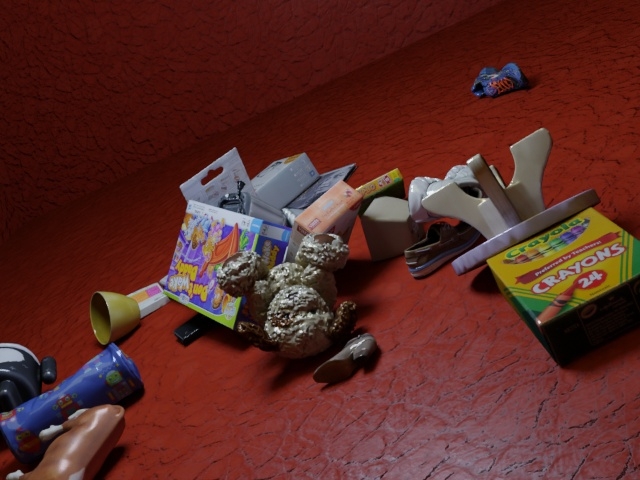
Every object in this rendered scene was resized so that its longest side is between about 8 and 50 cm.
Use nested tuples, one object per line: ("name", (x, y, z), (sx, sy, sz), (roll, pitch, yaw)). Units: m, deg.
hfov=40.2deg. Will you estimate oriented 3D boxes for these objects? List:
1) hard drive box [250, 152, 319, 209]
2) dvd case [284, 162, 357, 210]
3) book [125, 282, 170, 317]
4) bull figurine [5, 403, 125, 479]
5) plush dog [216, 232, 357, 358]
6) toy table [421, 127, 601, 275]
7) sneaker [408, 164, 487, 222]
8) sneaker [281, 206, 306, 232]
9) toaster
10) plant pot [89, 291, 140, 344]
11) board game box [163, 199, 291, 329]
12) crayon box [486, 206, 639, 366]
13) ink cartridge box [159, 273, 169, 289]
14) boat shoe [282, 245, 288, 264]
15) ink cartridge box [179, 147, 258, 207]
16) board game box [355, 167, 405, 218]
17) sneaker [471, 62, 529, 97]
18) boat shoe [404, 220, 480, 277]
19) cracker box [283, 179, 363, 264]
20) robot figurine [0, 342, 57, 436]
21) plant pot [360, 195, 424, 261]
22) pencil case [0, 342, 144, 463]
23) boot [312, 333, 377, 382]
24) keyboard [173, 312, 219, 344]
("hard drive box", (-0.144, -0.145, 2.542), (0.232, 0.089, 0.181), (-43, 18, -30))
("dvd case", (-0.003, -0.145, 2.489), (0.164, 0.018, 0.221), (-16, 23, 34))
("book", (-0.460, 0.158, 2.331), (0.096, 0.035, 0.144), (-29, 20, -12))
("bull figurine", (-0.477, 0.420, 1.593), (0.188, 0.101, 0.310), (-14, 24, 39))
("plush dog", (-0.052, 0.134, 1.662), (0.262, 0.211, 0.225), (-12, 38, -4))
("toy table", (0.328, -0.069, 1.544), (0.274, 0.161, 0.252), (-28, -9, 4))
("sneaker", (0.293, -0.092, 1.773), (0.118, 0.110, 0.292), (1, 13, 35))
("sneaker", (-0.005, -0.045, 2.168), (0.132, 0.086, 0.228), (-27, 29, -12))
("toaster", (-0.176, -0.019, 2.122), (0.129, 0.146, 0.227), (-3, 71, 46))
("plant pot", (-0.513, 0.189, 2.210), (0.095, 0.134, 0.134), (-8, 5, -36))
("board game box", (-0.214, 0.050, 1.934), (0.347, 0.078, 0.233), (15, 90, 55))
("crayon box", (0.390, 0.053, 1.368), (0.202, 0.081, 0.318), (-28, 19, 2))
("ink cartridge box", (-0.252, 0.049, 2.274), (0.311, 0.065, 0.185), (-40, 24, -21))
("boat shoe", (-0.112, 0.062, 2.030), (0.083, 0.076, 0.226), (-14, 24, 35))
("ink cartridge box", (-0.245, -0.088, 2.174), (0.189, 0.232, 0.066), (-40, 29, -27))
("board game box", (0.133, -0.101, 2.006), (0.124, 0.039, 0.259), (-27, -11, 3))
("sneaker", (0.508, -0.441, 2.473), (0.087, 0.083, 0.221), (-48, 18, -13))
("boat shoe", (0.243, -0.001, 1.721), (0.183, 0.066, 0.066), (-36, 20, -22))
("cracker box", (0.000, 0.000, 1.850), (0.155, 0.067, 0.232), (-42, -20, -33))
("robot figurine", (-0.736, 0.342, 2.024), (0.174, 0.209, 0.278), (-68, 18, 9))
("plant pot", (0.160, -0.027, 1.859), (0.096, 0.109, 0.109), (-2, 30, 29))
("pencil case", (-0.523, 0.340, 1.833), (0.306, 0.119, 0.133), (-33, 9, -12))
("boot", (0.045, 0.204, 1.528), (0.118, 0.042, 0.087), (-22, 14, 14))
("keyboard", (-0.245, 0.178, 2.002), (0.180, 0.023, 0.108), (-36, 23, -17))
